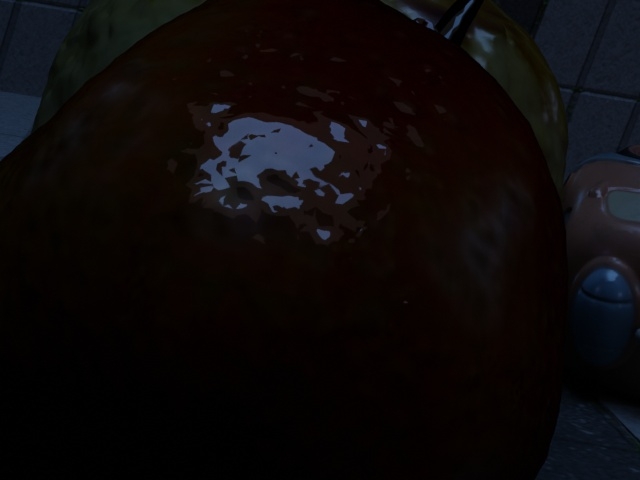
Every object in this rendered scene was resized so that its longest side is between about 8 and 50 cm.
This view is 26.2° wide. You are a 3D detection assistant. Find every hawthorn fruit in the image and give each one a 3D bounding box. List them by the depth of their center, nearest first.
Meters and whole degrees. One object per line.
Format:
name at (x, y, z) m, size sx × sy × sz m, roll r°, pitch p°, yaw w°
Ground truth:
hawthorn fruit at (0.000, 0.000, 0.653) m, size 0.285 × 0.284 × 0.369 m, roll 16°, pitch 54°, yaw 32°

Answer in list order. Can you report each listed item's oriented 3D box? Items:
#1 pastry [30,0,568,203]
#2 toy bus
pastry at (-0.009, -0.067, 0.975) m, size 0.389 × 0.312 × 0.388 m, roll 9°, pitch -9°, yaw 1°
toy bus at (0.308, 0.048, 1.133) m, size 0.288 × 0.194 × 0.232 m, roll 14°, pitch 24°, yaw 21°
